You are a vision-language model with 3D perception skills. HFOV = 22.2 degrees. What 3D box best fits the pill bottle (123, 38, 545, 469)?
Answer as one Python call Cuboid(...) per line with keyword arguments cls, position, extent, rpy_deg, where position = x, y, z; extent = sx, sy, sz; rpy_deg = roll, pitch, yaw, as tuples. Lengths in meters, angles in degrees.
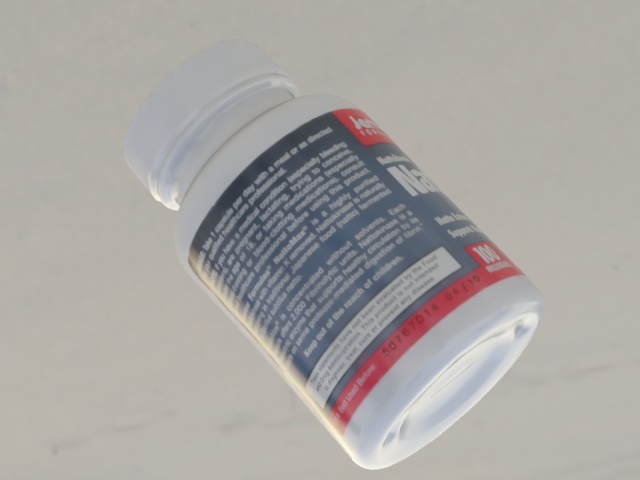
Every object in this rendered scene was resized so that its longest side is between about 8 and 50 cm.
Cuboid(cls="pill bottle", position=(0.000, 0.000, 0.709), extent=(0.108, 0.180, 0.108), rpy_deg=(-37, 160, -16))
